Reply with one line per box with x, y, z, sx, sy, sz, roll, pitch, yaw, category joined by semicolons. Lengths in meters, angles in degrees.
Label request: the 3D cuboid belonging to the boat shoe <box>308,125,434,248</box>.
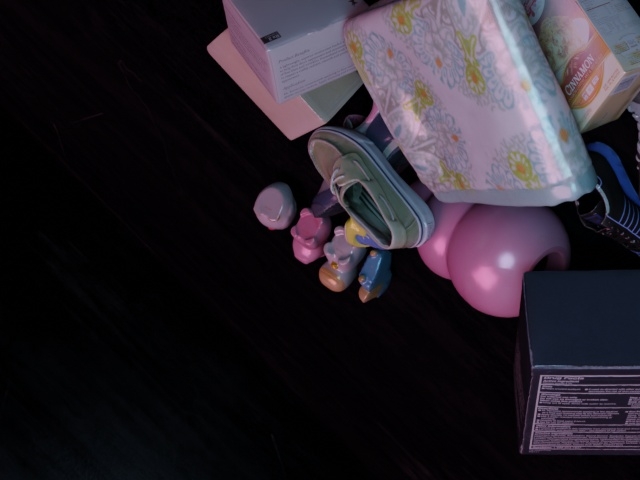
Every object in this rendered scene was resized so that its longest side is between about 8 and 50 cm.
0.067;-0.096;1.656;0.302;0.094;0.109;44;129;33;boat shoe

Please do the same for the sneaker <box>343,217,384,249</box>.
0.115;-0.064;1.969;0.126;0.091;0.240;18;149;13;sneaker

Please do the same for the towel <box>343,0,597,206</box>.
0.192;-0.199;1.356;0.320;0.090;0.374;60;160;-15;towel

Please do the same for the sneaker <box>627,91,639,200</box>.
0.436;-0.153;1.295;0.132;0.086;0.228;39;146;25;sneaker

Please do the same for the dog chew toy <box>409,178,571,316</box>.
0.258;-0.008;1.671;0.332;0.207;0.206;33;155;43;dog chew toy

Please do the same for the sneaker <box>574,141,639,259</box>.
0.438;-0.032;1.456;0.232;0.090;0.081;50;156;-11;sneaker

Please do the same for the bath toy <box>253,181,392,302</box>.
0.000;0.000;2.194;0.348;0.151;0.129;35;-170;22;bath toy

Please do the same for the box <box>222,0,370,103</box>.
-0.036;-0.341;1.562;0.182;0.181;0.119;56;164;35;box

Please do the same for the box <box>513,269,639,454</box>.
0.459;0.192;1.522;0.297;0.182;0.294;-1;144;6;box

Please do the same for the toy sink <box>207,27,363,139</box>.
-0.062;-0.318;1.761;0.234;0.131;0.153;46;157;-13;toy sink

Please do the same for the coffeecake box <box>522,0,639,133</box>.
0.328;-0.253;1.233;0.185;0.068;0.142;62;161;18;coffeecake box

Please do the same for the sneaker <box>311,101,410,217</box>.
0.070;-0.154;1.793;0.319;0.112;0.131;-40;73;45;sneaker
